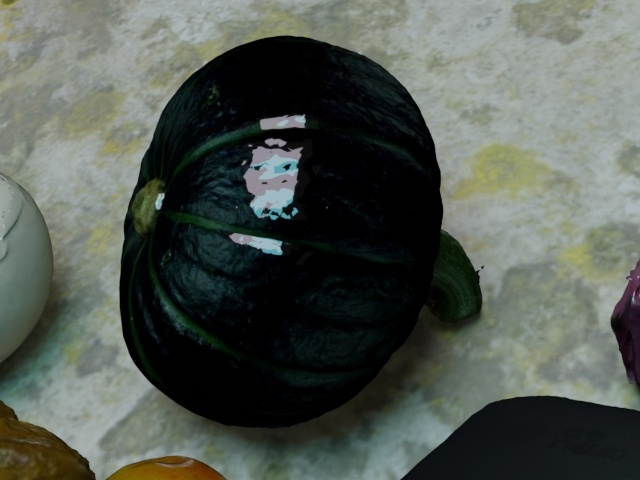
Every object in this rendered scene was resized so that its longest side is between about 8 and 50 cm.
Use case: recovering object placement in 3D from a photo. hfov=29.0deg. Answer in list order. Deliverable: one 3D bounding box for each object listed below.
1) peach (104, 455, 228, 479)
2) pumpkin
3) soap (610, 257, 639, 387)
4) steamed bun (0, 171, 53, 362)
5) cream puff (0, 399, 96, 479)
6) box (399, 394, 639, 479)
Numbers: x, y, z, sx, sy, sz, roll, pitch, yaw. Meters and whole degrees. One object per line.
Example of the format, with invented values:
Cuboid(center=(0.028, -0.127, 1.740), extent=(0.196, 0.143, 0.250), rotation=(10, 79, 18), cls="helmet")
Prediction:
Cuboid(center=(-0.095, 0.175, 0.728), extent=(0.101, 0.100, 0.100), rotation=(-11, 46, 11), cls="peach")
Cuboid(center=(0.000, 0.000, 0.788), extent=(0.248, 0.248, 0.248), rotation=(-11, 46, 11), cls="pumpkin")
Cuboid(center=(0.310, 0.028, 0.699), extent=(0.289, 0.112, 0.182), rotation=(-12, 45, 9), cls="soap")
Cuboid(center=(-0.298, 0.031, 0.909), extent=(0.228, 0.130, 0.177), rotation=(7, 42, 28), cls="steamed bun")
Cuboid(center=(-0.227, 0.201, 0.679), extent=(0.269, 0.155, 0.241), rotation=(-25, 39, 35), cls="cream puff")
Cuboid(center=(0.130, 0.178, 0.569), extent=(0.290, 0.073, 0.289), rotation=(7, 28, 40), cls="box")
